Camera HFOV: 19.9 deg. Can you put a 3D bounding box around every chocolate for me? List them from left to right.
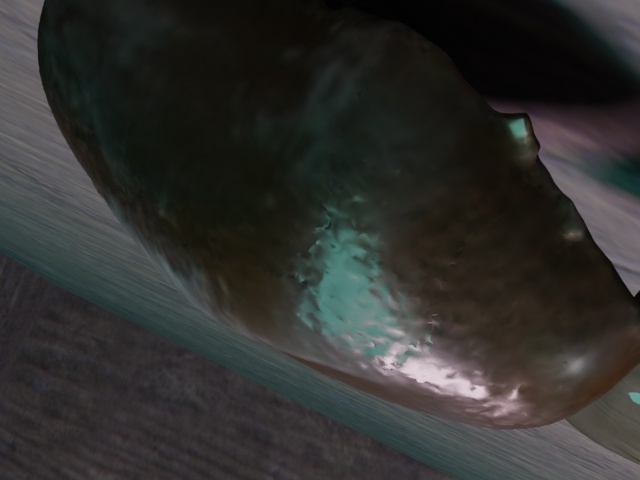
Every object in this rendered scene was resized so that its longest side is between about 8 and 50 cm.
[{"bbox_3d":[-0.016,-0.011,0.576,0.161,0.083,0.261,49,168,-30],"label":"chocolate"}]

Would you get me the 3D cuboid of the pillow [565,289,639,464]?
[{"bbox_3d":[0.204,0.070,0.546,0.270,0.067,0.173,26,155,8],"label":"pillow"}]
